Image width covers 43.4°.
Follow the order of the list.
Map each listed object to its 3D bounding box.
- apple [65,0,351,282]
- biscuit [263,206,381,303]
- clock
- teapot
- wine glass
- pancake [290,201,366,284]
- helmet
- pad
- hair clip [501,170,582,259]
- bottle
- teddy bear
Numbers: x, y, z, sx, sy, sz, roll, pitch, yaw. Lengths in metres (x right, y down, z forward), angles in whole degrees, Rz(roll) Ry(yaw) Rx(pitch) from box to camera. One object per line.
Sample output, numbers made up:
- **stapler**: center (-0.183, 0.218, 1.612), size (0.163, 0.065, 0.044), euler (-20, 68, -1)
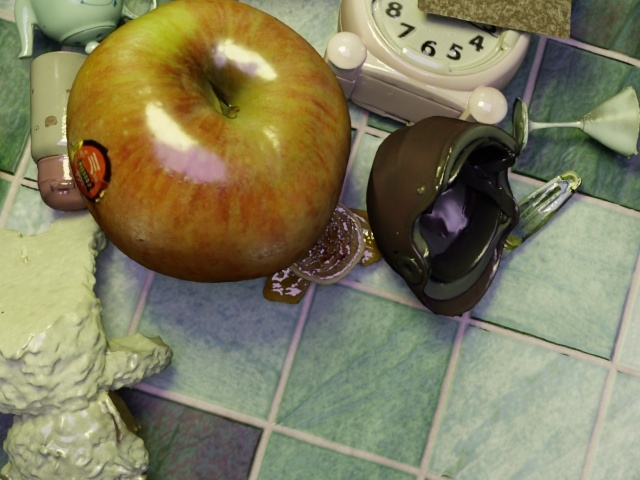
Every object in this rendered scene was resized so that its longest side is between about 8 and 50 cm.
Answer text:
- **apple**: center (-0.157, -0.131, 1.131), size (0.399, 0.333, 0.401), euler (7, 66, -15)
- **biscuit**: center (0.011, 0.020, 1.271), size (0.183, 0.039, 0.174), euler (8, 82, -1)
- **clock**: center (0.181, -0.347, 1.257), size (0.341, 0.184, 0.326), euler (21, 79, -7)
- **teapot**: center (-0.371, -0.360, 1.251), size (0.231, 0.159, 0.159), euler (-21, 84, -17)
- **wine glass**: center (0.402, -0.184, 1.278), size (0.182, 0.122, 0.122), euler (-2, 83, 0)
- **pancake**: center (0.000, 0.000, 1.243), size (0.139, 0.022, 0.140), euler (0, 83, 0)
- **helmet**: center (0.166, -0.048, 1.204), size (0.225, 0.306, 0.177), euler (-26, 40, -38)
- **pad**: center (0.262, -0.389, 1.194), size (0.234, 0.003, 0.158), euler (9, 75, -5)
- **hair clip**: center (0.343, -0.047, 1.298), size (0.188, 0.033, 0.060), euler (-39, 84, -4)
- **bottle**: center (-0.386, -0.161, 1.228), size (0.109, 0.110, 0.234), euler (-5, 77, -3)
- **teddy bear**: center (-0.379, 0.209, 1.201), size (0.327, 0.375, 0.362), euler (-16, 126, -5)
